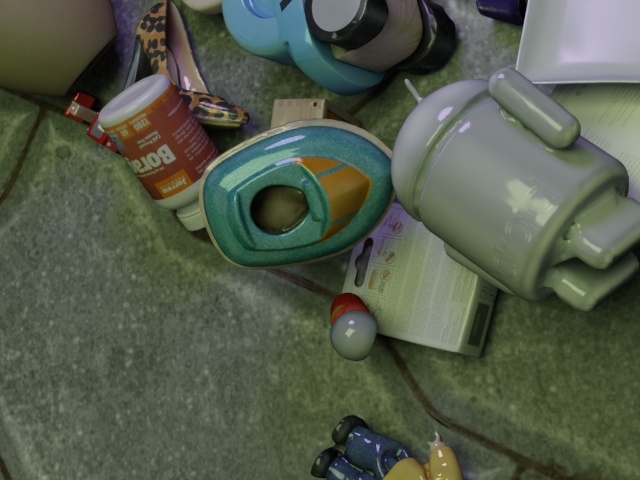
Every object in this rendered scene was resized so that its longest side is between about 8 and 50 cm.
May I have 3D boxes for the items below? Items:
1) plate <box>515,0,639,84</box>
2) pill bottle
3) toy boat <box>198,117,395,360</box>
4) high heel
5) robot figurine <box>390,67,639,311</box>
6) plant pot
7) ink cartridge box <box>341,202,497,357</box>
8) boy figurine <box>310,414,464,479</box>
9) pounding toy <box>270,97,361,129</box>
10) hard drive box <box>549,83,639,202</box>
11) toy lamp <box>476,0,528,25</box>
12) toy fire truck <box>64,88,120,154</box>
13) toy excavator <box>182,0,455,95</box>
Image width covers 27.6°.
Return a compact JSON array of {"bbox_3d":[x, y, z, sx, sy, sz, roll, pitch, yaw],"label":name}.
[{"bbox_3d":[0.401,-0.313,1.645,0.277,0.045,0.278,3,72,25],"label":"plate"},{"bbox_3d":[-0.217,-0.125,1.903,0.121,0.121,0.216,-26,112,20],"label":"pill bottle"},{"bbox_3d":[0.000,0.000,1.711,0.268,0.148,0.318,-21,107,2],"label":"toy boat"},{"bbox_3d":[-0.192,-0.272,1.991,0.261,0.093,0.186,17,89,34],"label":"high heel"},{"bbox_3d":[0.229,-0.065,1.586,0.353,0.200,0.300,38,136,27],"label":"robot figurine"},{"bbox_3d":[-0.433,-0.339,2.054,0.191,0.284,0.284,40,100,-9],"label":"plant pot"},{"bbox_3d":[0.140,0.047,1.794,0.232,0.066,0.189,10,84,49],"label":"ink cartridge box"},{"bbox_3d":[0.128,0.337,1.704,0.285,0.092,0.177,31,94,27],"label":"boy figurine"},{"bbox_3d":[-0.021,-0.089,1.816,0.094,0.181,0.206,2,80,27],"label":"pounding toy"},{"bbox_3d":[0.395,-0.120,1.667,0.232,0.089,0.181,37,97,28],"label":"hard drive box"},{"bbox_3d":[0.344,-0.323,1.745,0.275,0.080,0.080,7,83,26],"label":"toy lamp"},{"bbox_3d":[-0.342,-0.185,2.023,0.135,0.192,0.047,30,95,0],"label":"toy fire truck"},{"bbox_3d":[-0.079,-0.379,1.908,0.445,0.222,0.432,-23,71,32],"label":"toy excavator"}]
